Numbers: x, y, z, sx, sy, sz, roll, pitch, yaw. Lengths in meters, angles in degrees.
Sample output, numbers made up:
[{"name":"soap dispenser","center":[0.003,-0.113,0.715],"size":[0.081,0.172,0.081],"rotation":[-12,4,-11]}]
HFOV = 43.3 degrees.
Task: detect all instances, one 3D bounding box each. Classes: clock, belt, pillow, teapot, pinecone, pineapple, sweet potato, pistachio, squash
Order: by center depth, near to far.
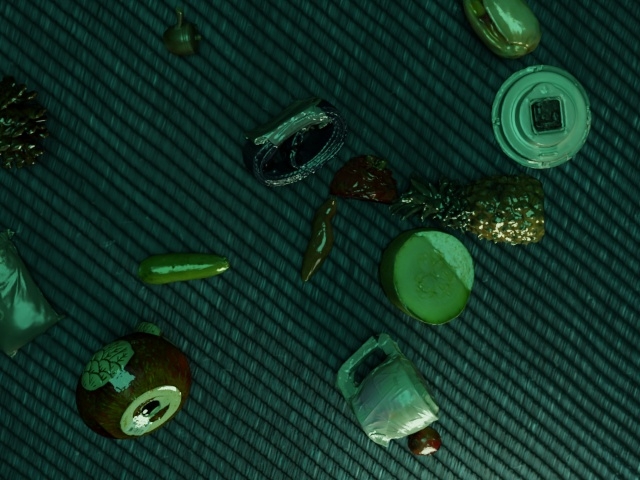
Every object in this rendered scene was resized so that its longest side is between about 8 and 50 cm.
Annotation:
[{"name":"pinecone","center":[-0.653,-0.241,1.668],"size":[0.179,0.150,0.195],"rotation":[-30,96,-3]},{"name":"teapot","center":[-0.296,-0.452,1.716],"size":[0.080,0.110,0.085],"rotation":[-6,50,9]},{"name":"pillow","center":[-0.678,0.110,1.736],"size":[0.169,0.059,0.255],"rotation":[-32,95,-5]},{"name":"belt","center":[-0.060,-0.218,1.737],"size":[0.230,0.126,0.139],"rotation":[-34,119,-3]},{"name":"squash","center":[-0.299,0.058,1.761],"size":[0.201,0.066,0.066],"rotation":[-6,94,-5]},{"name":"pistachio","center":[0.396,-0.488,1.767],"size":[0.200,0.117,0.145],"rotation":[48,51,1]},{"name":"teapot","center":[0.138,0.336,1.772],"size":[0.178,0.163,0.221],"rotation":[-33,96,5]},{"name":"pineapple","center":[0.318,-0.073,1.774],"size":[0.340,0.169,0.169],"rotation":[1,94,3]},{"name":"squash","center":[0.245,0.071,1.785],"size":[0.220,0.133,0.220],"rotation":[0,88,-8]},{"name":"sweet potato","center":[0.000,0.000,1.789],"size":[0.058,0.055,0.202],"rotation":[17,93,-5]},{"name":"clock","center":[0.505,-0.279,1.817],"size":[0.236,0.053,0.236],"rotation":[0,95,-4]}]

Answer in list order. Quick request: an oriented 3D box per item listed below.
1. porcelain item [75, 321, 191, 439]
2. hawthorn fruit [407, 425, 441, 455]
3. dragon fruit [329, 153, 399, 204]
[{"name":"porcelain item","center":[-0.411,0.289,1.716],"size":[0.253,0.253,0.253],"rotation":[0,94,-5]},{"name":"hawthorn fruit","center":[0.237,0.456,1.833],"size":[0.077,0.077,0.077],"rotation":[0,94,-5]},{"name":"dragon fruit","center":[0.106,-0.138,1.779],"size":[0.162,0.083,0.106],"rotation":[10,90,-3]}]
